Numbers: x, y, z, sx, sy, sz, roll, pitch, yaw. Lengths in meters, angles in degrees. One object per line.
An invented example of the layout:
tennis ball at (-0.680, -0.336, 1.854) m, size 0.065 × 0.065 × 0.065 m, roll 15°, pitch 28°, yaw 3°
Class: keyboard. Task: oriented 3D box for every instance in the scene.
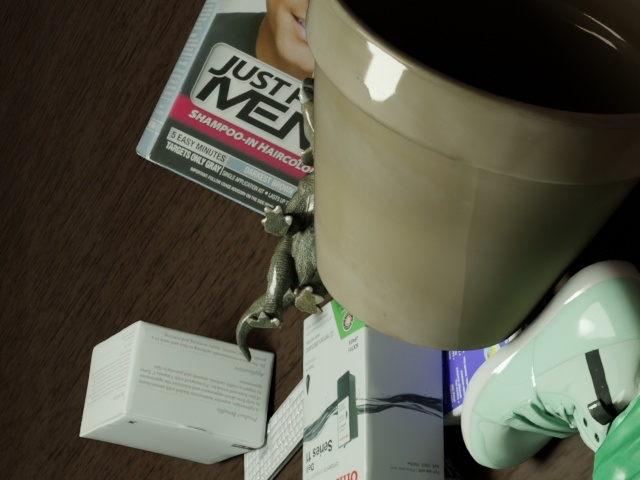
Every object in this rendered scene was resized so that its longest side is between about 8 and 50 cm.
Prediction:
keyboard at (-0.038, 0.217, 2.102) m, size 0.256 × 0.014 × 0.072 m, roll 127°, pitch 144°, yaw -47°

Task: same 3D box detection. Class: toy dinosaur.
toy dinosaur at (0.000, 0.000, 1.759) m, size 0.160 × 0.121 × 0.313 m, roll -53°, pitch -21°, yaw -51°

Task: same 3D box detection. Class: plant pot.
plant pot at (0.120, -0.072, 1.483) m, size 0.323 × 0.323 × 0.280 m, roll -113°, pitch 34°, yaw -50°

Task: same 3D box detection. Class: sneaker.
sneaker at (0.200, 0.150, 1.489) m, size 0.256 × 0.094 × 0.151 m, roll 121°, pitch 145°, yaw -43°

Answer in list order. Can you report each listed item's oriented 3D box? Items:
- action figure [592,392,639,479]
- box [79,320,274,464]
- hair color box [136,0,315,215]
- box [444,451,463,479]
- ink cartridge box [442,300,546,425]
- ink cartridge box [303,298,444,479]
action figure at (0.260, 0.145, 1.329) m, size 0.232 × 0.063 × 0.137 m, roll -55°, pitch 35°, yaw 42°
box at (-0.175, 0.188, 2.202) m, size 0.182 × 0.181 × 0.119 m, roll -29°, pitch 49°, yaw 61°
hair color box at (-0.024, -0.217, 1.866) m, size 0.374 × 0.185 × 0.113 m, roll -65°, pitch 13°, yaw 0°
box at (0.066, 0.265, 1.815) m, size 0.184 × 0.045 × 0.191 m, roll -71°, pitch 25°, yaw 18°
ink cartridge box at (0.142, 0.062, 1.704) m, size 0.208 × 0.045 × 0.206 m, roll 140°, pitch 133°, yaw -57°
ink cartridge box at (0.048, 0.159, 1.727) m, size 0.153 × 0.087 × 0.208 m, roll 141°, pitch 133°, yaw -59°
